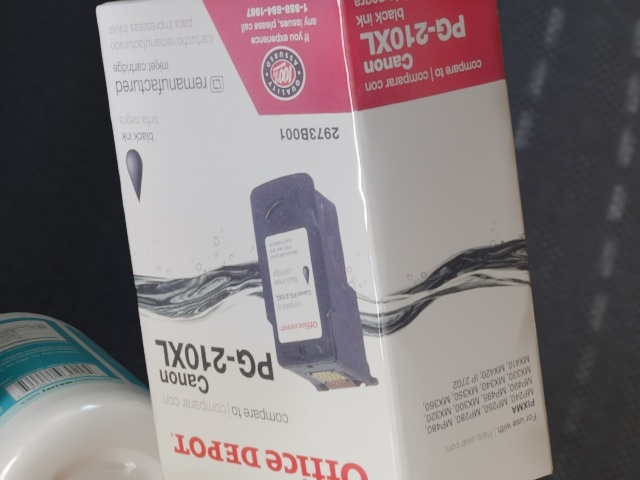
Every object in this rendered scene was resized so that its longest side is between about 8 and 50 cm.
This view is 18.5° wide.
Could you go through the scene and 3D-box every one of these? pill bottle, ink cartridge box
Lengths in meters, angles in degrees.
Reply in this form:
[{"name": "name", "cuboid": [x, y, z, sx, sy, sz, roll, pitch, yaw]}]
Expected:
[{"name": "pill bottle", "cuboid": [-0.171, 0.129, 1.201, 0.146, 0.264, 0.146, -6, 104, -23]}, {"name": "ink cartridge box", "cuboid": [0.000, 0.000, 0.893, 0.100, 0.172, 0.237, -15, 102, -41]}]
